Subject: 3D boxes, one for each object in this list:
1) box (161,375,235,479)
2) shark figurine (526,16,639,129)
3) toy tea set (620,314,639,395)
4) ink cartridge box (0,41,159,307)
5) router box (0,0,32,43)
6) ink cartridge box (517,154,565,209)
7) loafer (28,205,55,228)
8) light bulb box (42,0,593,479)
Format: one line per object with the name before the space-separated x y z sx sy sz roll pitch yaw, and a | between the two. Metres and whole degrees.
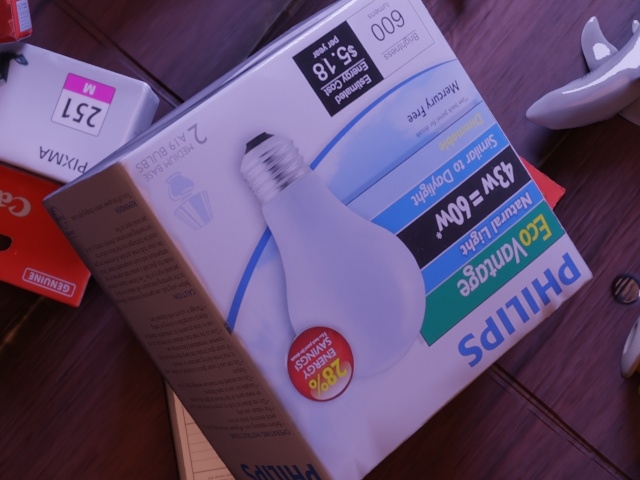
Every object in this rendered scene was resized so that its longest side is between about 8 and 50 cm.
box | -0.095 0.148 1.660 0.148 0.121 0.311 -7 89 -8
shark figurine | 0.357 -0.232 1.736 0.166 0.116 0.278 23 87 -7
toy tea set | 0.441 0.019 1.694 0.124 0.200 0.336 22 80 3
ink cartridge box | -0.337 -0.088 1.638 0.275 0.060 0.239 19 83 9
router box | -0.477 -0.330 1.565 0.335 0.082 0.301 -6 102 4
ink cartridge box | 0.143 -0.017 1.731 0.181 0.056 0.224 36 86 -4
loafer | -0.239 -0.020 1.683 0.148 0.056 0.050 -8 82 -7
light bulb box | 0.000 0.000 1.510 0.358 0.225 0.361 -38 101 -25
